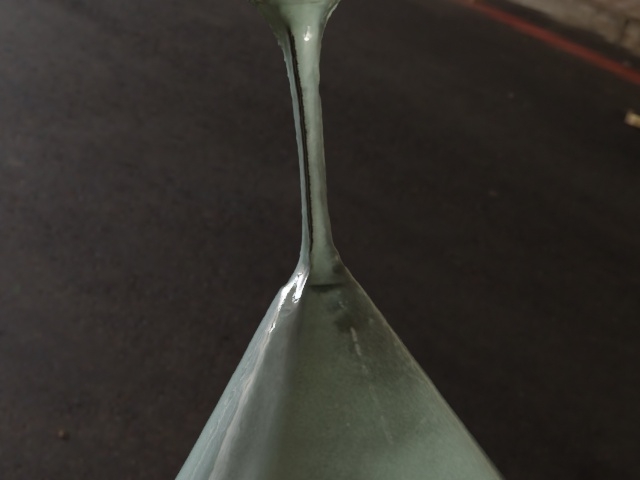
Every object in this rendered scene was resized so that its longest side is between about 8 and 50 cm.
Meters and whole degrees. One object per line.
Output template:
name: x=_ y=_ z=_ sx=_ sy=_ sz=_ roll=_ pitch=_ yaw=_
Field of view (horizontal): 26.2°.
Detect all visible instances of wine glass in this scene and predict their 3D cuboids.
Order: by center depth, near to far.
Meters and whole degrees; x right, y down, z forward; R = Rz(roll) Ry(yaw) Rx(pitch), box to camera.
wine glass: x=0.000 y=0.000 z=0.956 sx=0.267 sy=0.406 sz=0.267 roll=-3 pitch=7 yaw=0
